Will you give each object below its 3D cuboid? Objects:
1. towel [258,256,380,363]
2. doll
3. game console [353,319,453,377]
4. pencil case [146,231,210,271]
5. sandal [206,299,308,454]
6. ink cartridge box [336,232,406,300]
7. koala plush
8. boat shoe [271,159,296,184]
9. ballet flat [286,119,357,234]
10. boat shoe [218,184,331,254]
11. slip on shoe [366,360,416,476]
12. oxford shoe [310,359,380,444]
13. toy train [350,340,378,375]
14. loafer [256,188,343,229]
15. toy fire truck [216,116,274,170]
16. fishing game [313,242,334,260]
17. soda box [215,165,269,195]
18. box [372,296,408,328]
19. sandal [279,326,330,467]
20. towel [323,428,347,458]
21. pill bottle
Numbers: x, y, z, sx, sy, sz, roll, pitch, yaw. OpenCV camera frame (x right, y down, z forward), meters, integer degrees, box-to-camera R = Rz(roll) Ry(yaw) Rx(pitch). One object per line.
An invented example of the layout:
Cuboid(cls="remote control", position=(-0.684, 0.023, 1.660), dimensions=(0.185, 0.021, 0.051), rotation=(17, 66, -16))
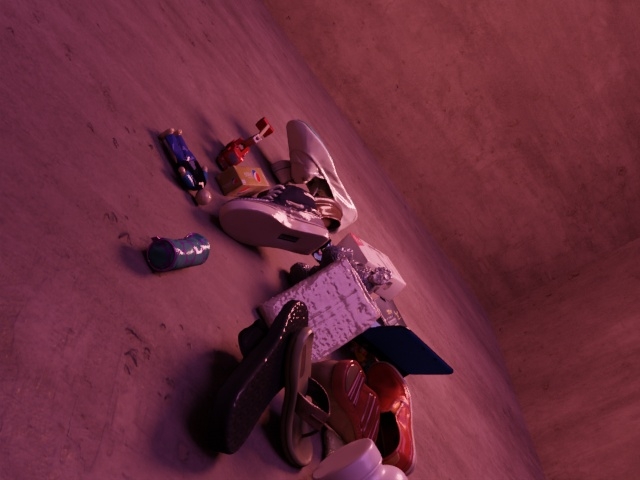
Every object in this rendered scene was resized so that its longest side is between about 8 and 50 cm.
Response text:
Cuboid(cls="towel", position=(0.001, 0.173, 1.758), dimensions=(0.282, 0.049, 0.187), rotation=(-28, 86, -32))
Cuboid(cls="doll", position=(-0.301, -0.168, 1.704), dimensions=(0.189, 0.046, 0.129), rotation=(62, 18, 8))
Cuboid(cls="game console", position=(0.214, 0.262, 2.104), dimensions=(0.293, 0.173, 0.250), rotation=(44, 21, -38))
Cuboid(cls="pencil case", position=(-0.276, 0.021, 1.436), dimensions=(0.151, 0.064, 0.070), rotation=(-14, 90, -73))
Cuboid(cls="sandal", position=(-0.126, 0.229, 1.409), dimensions=(0.446, 0.107, 0.168), rotation=(-44, 143, -64))
Cuboid(cls="ink cartridge box", position=(0.163, 0.089, 2.433), dimensions=(0.218, 0.092, 0.159), rotation=(33, 18, -41))
Cuboid(cls="koala plush", position=(0.069, 0.121, 1.970), dimensions=(0.221, 0.196, 0.203), rotation=(-10, 77, -48))
Cuboid(cls="boat shoe", position=(-0.088, -0.215, 2.362), dimensions=(0.226, 0.083, 0.076), rotation=(-16, 87, -60))
Cuboid(cls="ballet flat", position=(-0.012, -0.183, 2.287), dimensions=(0.400, 0.139, 0.139), rotation=(59, 15, -28))
Cuboid(cls="boat shoe", position=(-0.126, -0.074, 1.848), dimensions=(0.340, 0.127, 0.158), rotation=(21, 42, -45))
Cuboid(cls="slip on shoe", position=(0.175, 0.455, 1.941), dimensions=(0.101, 0.123, 0.331), rotation=(41, 30, -38))
Cuboid(cls="oxford shoe", position=(0.051, 0.382, 1.696), dimensions=(0.123, 0.130, 0.348), rotation=(-63, 147, -40))
Cuboid(cls="toy train", position=(0.137, 0.326, 2.148), dimensions=(0.166, 0.046, 0.125), rotation=(59, 17, -2))
Cuboid(cls="loafer", position=(-0.057, -0.059, 2.124), dimensions=(0.366, 0.133, 0.130), rotation=(10, 70, -55))
Cuboid(cls="toy fire truck", position=(-0.200, -0.261, 1.989), dimensions=(0.047, 0.135, 0.192), rotation=(55, 18, -17))
Cuboid(cls="fishing game", position=(0.000, 0.000, 2.303), dimensions=(0.264, 0.041, 0.189), rotation=(65, 20, 14))
Cuboid(cls="soda box", position=(-0.203, -0.155, 1.935), dimensions=(0.058, 0.061, 0.181), rotation=(62, 17, 7))
Cuboid(cls="box", position=(0.223, 0.276, 2.451), dimensions=(0.183, 0.059, 0.232), rotation=(62, 16, 8))
Cuboid(cls="sandal", position=(-0.024, 0.319, 1.457), dimensions=(0.120, 0.086, 0.303), rotation=(-54, 149, -67))
Cuboid(cls="towel", position=(0.053, 0.502, 1.653), dimensions=(0.148, 0.027, 0.110), rotation=(52, 20, -28))
Cuboid(cls="pill bottle", position=(0.125, 0.575, 1.464), dimensions=(0.334, 0.188, 0.188), rotation=(60, 17, -1))
